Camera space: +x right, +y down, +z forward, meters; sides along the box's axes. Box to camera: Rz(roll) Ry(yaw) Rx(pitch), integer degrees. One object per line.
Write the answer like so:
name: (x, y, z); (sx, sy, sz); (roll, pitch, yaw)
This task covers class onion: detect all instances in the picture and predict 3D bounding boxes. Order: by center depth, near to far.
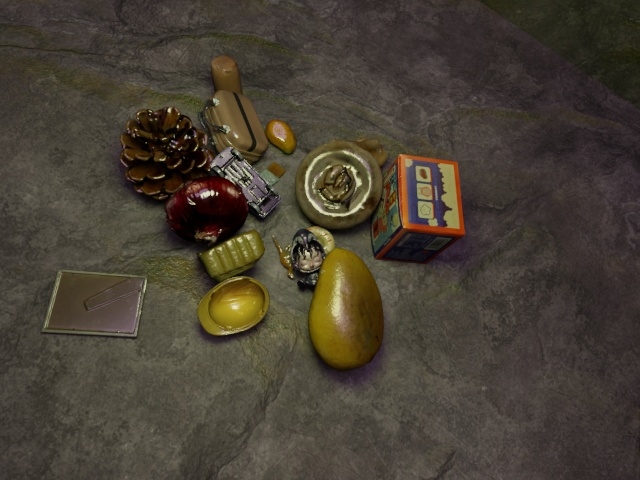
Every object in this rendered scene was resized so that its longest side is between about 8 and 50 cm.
onion: (-0.413, -0.099, 1.551); (0.313, 0.314, 0.233); (-11, 57, -16)

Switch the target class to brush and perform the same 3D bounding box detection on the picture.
brush: (-0.278, -0.212, 1.785); (0.085, 0.020, 0.337); (38, 67, 5)

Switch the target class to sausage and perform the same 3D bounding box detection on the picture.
sausage: (-0.404, -0.685, 1.823); (0.123, 0.253, 0.123); (2, 71, -6)

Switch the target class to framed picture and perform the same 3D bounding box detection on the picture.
framed picture: (-0.799, 0.223, 1.508); (0.314, 0.024, 0.232); (6, 68, -8)

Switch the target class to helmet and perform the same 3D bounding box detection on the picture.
helmet: (-0.319, 0.220, 1.544); (0.256, 0.140, 0.205); (-24, 107, -9)

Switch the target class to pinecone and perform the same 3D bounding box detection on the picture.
pinecone: (-0.580, -0.337, 1.589); (0.384, 0.384, 0.385); (4, 68, -10)

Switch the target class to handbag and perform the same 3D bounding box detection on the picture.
handbag: (-0.376, -0.476, 1.745); (0.283, 0.149, 0.302); (-2, 65, -50)

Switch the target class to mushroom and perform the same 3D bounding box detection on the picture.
mushroom: (0.069, -0.223, 1.691); (0.361, 0.294, 0.363); (0, 91, 6)

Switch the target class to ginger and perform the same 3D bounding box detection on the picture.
ginger: (0.169, -0.393, 1.896); (0.275, 0.130, 0.221); (15, 56, -4)

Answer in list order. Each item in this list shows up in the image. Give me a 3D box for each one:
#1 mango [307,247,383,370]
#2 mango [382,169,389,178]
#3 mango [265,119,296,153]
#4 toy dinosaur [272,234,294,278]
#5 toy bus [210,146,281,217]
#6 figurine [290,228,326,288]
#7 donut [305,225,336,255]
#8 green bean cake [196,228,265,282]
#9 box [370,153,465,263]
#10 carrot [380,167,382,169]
mango: (0.087, 0.247, 1.550); (0.301, 0.220, 0.446); (-3, 77, -29)
mango: (0.401, -0.296, 1.892); (0.250, 0.114, 0.156); (-14, 54, -26)
mango: (-0.170, -0.466, 1.872); (0.165, 0.089, 0.115); (36, 68, 1)
toy dinosaur: (-0.150, 0.067, 1.693); (0.161, 0.039, 0.126); (26, 67, 1)
toy bus: (-0.305, -0.226, 1.690); (0.292, 0.133, 0.125); (45, 72, -11)
figurine: (-0.042, 0.062, 1.643); (0.145, 0.145, 0.223); (-16, 106, -17)
donut: (0.000, -0.005, 1.736); (0.166, 0.065, 0.108); (36, 66, 4)
green bean cake: (-0.325, 0.055, 1.552); (0.232, 0.236, 0.124); (-26, 97, -18)
box: (0.372, -0.113, 1.701); (0.256, 0.349, 0.319); (5, 69, -10)
carrot: (0.276, -0.342, 1.946); (0.035, 0.035, 0.142); (15, 72, -5)
